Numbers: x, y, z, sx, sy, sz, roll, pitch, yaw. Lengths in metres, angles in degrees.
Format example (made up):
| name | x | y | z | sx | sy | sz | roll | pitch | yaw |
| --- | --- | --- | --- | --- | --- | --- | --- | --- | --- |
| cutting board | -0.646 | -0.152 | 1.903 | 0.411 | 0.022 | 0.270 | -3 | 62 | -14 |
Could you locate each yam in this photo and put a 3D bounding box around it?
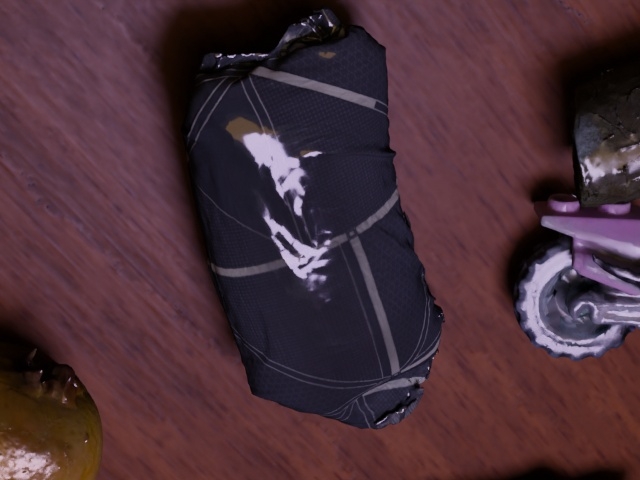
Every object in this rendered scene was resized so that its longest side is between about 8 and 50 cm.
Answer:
| name | x | y | z | sx | sy | sz | roll | pitch | yaw |
| --- | --- | --- | --- | --- | --- | --- | --- | --- | --- |
| yam | 0.260 | -0.089 | 1.210 | 0.183 | 0.107 | 0.107 | -17 | 120 | -6 |

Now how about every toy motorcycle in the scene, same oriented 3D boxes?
| name | x | y | z | sx | sy | sz | roll | pitch | yaw |
| --- | --- | --- | --- | --- | --- | --- | --- | --- | --- |
| toy motorcycle | 0.313 | 0.009 | 1.266 | 0.327 | 0.143 | 0.188 | 4 | 108 | -2 |

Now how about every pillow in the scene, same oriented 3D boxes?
| name | x | y | z | sx | sy | sz | roll | pitch | yaw |
| --- | --- | --- | --- | --- | --- | --- | --- | --- | --- |
| pillow | 0.000 | 0.000 | 1.184 | 0.161 | 0.092 | 0.335 | -21 | 121 | -10 |

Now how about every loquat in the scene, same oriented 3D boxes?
| name | x | y | z | sx | sy | sz | roll | pitch | yaw |
| --- | --- | --- | --- | --- | --- | --- | --- | --- | --- |
| loquat | -0.226 | 0.140 | 1.160 | 0.163 | 0.137 | 0.163 | -1 | 106 | -3 |

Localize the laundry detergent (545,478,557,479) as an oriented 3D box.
| name | x | y | z | sx | sy | sz | roll | pitch | yaw |
| --- | --- | --- | --- | --- | --- | --- | --- | --- | --- |
| laundry detergent | 0.137 | 0.272 | 1.363 | 0.290 | 0.094 | 0.143 | -14 | 116 | -9 |
